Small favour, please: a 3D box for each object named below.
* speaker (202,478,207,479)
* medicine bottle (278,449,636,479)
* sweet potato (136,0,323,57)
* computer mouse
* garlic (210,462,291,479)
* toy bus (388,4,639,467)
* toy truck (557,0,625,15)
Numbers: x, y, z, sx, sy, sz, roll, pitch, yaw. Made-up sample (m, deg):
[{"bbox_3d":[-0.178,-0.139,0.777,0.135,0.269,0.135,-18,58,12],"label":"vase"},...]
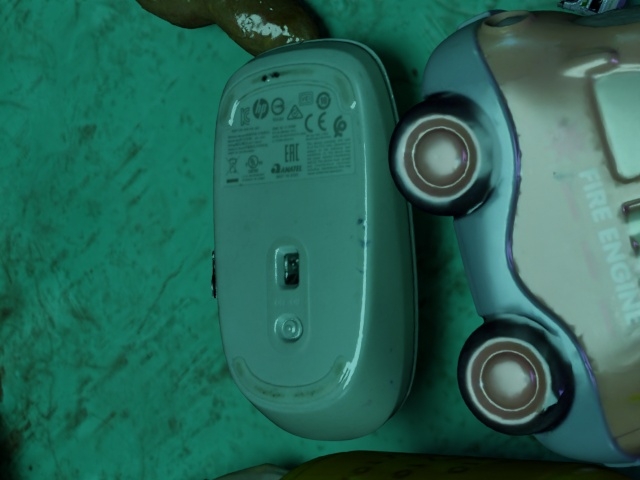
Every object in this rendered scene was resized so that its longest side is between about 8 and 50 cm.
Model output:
[{"bbox_3d":[-0.166,0.258,1.274,0.191,0.040,0.046,-29,78,37],"label":"speaker"},{"bbox_3d":[0.135,0.246,0.902,0.384,0.224,0.224,-6,94,46],"label":"medicine bottle"},{"bbox_3d":[-0.086,-0.188,1.129,0.218,0.051,0.065,24,114,31],"label":"sweet potato"},{"bbox_3d":[0.004,0.001,1.068,0.159,0.097,0.288,-5,84,39],"label":"computer mouse"},{"bbox_3d":[-0.059,0.289,1.138,0.217,0.110,0.228,10,98,19],"label":"garlic"},{"bbox_3d":[0.190,-0.015,0.870,0.232,0.194,0.288,-16,88,30],"label":"toy bus"},{"bbox_3d":[0.187,-0.180,0.934,0.044,0.039,0.083,29,113,15],"label":"toy truck"}]
